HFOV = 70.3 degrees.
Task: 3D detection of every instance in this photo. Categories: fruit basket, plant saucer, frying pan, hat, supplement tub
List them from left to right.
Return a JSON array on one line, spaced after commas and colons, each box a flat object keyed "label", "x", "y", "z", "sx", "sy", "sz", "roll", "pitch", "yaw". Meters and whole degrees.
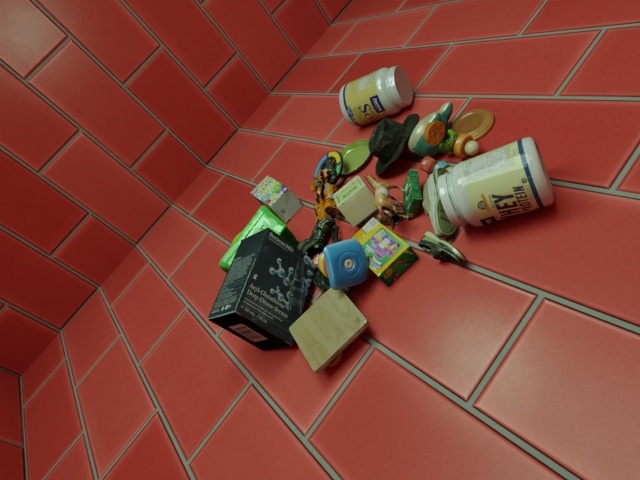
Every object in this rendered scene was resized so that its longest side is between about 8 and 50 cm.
[{"label": "fruit basket", "x": -0.335, "y": 0.029, "z": 2.225, "sx": 0.391, "sy": 0.283, "sz": 0.392, "roll": -11, "pitch": 56, "yaw": 17}, {"label": "frying pan", "x": 0.042, "y": 0.087, "z": 1.958, "sx": 0.197, "sy": 0.053, "sz": 0.326, "roll": -37, "pitch": 35, "yaw": 12}, {"label": "plant saucer", "x": 0.168, "y": -0.421, "z": 2.350, "sx": 0.240, "sy": 0.037, "sz": 0.241, "roll": -27, "pitch": 39, "yaw": 24}, {"label": "supplement tub", "x": 0.291, "y": -0.759, "z": 2.394, "sx": 0.331, "sy": 0.241, "sz": 0.241, "roll": -11, "pitch": 47, "yaw": 38}, {"label": "hat", "x": 0.306, "y": -0.473, "z": 2.107, "sx": 0.331, "sy": 0.133, "sz": 0.331, "roll": -56, "pitch": 10, "yaw": 16}, {"label": "plant saucer", "x": 0.648, "y": -0.499, "z": 1.968, "sx": 0.199, "sy": 0.037, "sz": 0.200, "roll": -25, "pitch": 41, "yaw": 24}, {"label": "supplement tub", "x": 0.590, "y": -0.184, "z": 1.543, "sx": 0.324, "sy": 0.235, "sz": 0.236, "roll": -20, "pitch": 43, "yaw": 30}]

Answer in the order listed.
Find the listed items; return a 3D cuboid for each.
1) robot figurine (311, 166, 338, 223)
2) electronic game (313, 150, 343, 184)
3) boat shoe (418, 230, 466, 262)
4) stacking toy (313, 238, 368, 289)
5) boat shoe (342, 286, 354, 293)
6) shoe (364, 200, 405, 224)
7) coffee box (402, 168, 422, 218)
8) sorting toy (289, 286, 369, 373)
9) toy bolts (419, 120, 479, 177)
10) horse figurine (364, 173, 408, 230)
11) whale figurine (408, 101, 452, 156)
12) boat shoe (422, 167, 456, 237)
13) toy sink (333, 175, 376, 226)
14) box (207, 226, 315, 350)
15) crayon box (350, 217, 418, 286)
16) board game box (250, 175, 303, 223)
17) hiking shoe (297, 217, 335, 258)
[{"label": "robot figurine", "x": 0.020, "y": -0.219, "z": 2.188, "sx": 0.211, "sy": 0.085, "sz": 0.291, "roll": 124, "pitch": 148, "yaw": -43}, {"label": "electronic game", "x": 0.038, "y": -0.356, "z": 2.349, "sx": 0.229, "sy": 0.048, "sz": 0.230, "roll": -29, "pitch": 51, "yaw": 44}, {"label": "boat shoe", "x": 0.428, "y": 0.037, "z": 1.620, "sx": 0.073, "sy": 0.080, "sz": 0.223, "roll": -49, "pitch": 31, "yaw": 3}, {"label": "stacking toy", "x": 0.046, "y": 0.092, "z": 1.813, "sx": 0.165, "sy": 0.175, "sz": 0.301, "roll": -14, "pitch": 4, "yaw": -24}, {"label": "boat shoe", "x": 0.111, "y": 0.189, "z": 1.802, "sx": 0.125, "sy": 0.038, "sz": 0.046, "roll": -37, "pitch": -6, "yaw": 0}, {"label": "shoe", "x": 0.269, "y": -0.097, "z": 1.911, "sx": 0.177, "sy": 0.063, "sz": 0.081, "roll": -27, "pitch": 36, "yaw": 17}, {"label": "coffee box", "x": 0.375, "y": -0.192, "z": 1.870, "sx": 0.040, "sy": 0.113, "sz": 0.184, "roll": 8, "pitch": 46, "yaw": -4}, {"label": "sorting toy", "x": 0.042, "y": 0.332, "z": 1.683, "sx": 0.255, "sy": 0.089, "sz": 0.257, "roll": -44, "pitch": 36, "yaw": 1}, {"label": "toy bolts", "x": 0.512, "y": -0.351, "z": 1.835, "sx": 0.158, "sy": 0.218, "sz": 0.229, "roll": 33, "pitch": 98, "yaw": 47}, {"label": "horse figurine", "x": 0.264, "y": -0.163, "z": 1.817, "sx": 0.066, "sy": 0.174, "sz": 0.263, "roll": -50, "pitch": 24, "yaw": 41}, {"label": "whale figurine", "x": 0.505, "y": -0.477, "z": 1.991, "sx": 0.141, "sy": 0.216, "sz": 0.272, "roll": 39, "pitch": 74, "yaw": 14}, {"label": "boat shoe", "x": 0.456, "y": -0.131, "z": 1.744, "sx": 0.103, "sy": 0.113, "sz": 0.303, "roll": -43, "pitch": 32, "yaw": 51}, {"label": "toy sink", "x": 0.152, "y": -0.183, "z": 1.992, "sx": 0.152, "sy": 0.131, "sz": 0.234, "roll": -37, "pitch": 17, "yaw": 10}, {"label": "box", "x": -0.226, "y": 0.203, "z": 1.869, "sx": 0.211, "sy": 0.293, "sz": 0.396, "roll": -22, "pitch": 41, "yaw": 44}, {"label": "crayon box", "x": 0.235, "y": 0.039, "z": 1.794, "sx": 0.165, "sy": 0.081, "sz": 0.278, "roll": -44, "pitch": 36, "yaw": 1}, {"label": "board game box", "x": -0.238, "y": -0.226, "z": 2.456, "sx": 0.142, "sy": 0.144, "sz": 0.275, "roll": -47, "pitch": 37, "yaw": -6}, {"label": "hiking shoe", "x": 0.000, "y": 0.000, "z": 2.073, "sx": 0.227, "sy": 0.086, "sz": 0.114, "roll": -48, "pitch": 44, "yaw": 10}]
